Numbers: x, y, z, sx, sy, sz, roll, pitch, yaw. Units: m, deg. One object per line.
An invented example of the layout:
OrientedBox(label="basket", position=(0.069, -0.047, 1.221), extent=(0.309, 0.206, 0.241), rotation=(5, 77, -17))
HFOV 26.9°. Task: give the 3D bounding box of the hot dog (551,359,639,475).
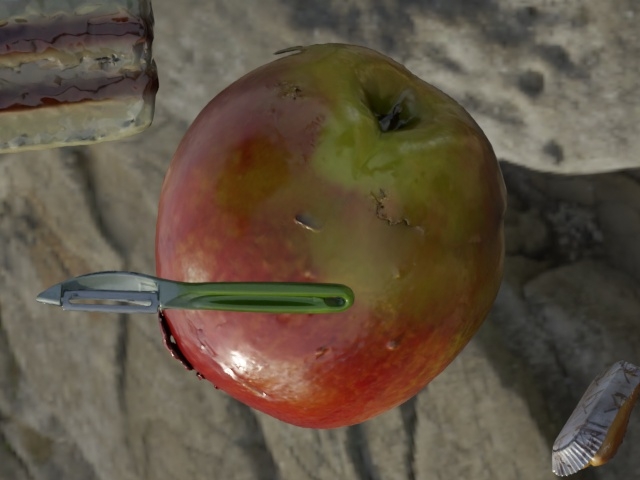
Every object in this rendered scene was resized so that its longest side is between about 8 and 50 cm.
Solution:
OrientedBox(label="hot dog", position=(0.347, 0.219, 1.660), extent=(0.059, 0.191, 0.108), rotation=(46, 137, -4))

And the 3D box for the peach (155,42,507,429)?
OrientedBox(label="peach", position=(0.000, 0.000, 1.320), extent=(0.370, 0.370, 0.370), rotation=(11, 104, 52))

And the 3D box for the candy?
OrientedBox(label="candy", position=(-0.286, -0.152, 1.040), extent=(0.179, 0.320, 0.135), rotation=(-116, 23, -56))

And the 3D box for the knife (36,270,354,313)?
OrientedBox(label="knife", position=(-0.071, 0.031, 0.778), extent=(0.022, 0.184, 0.026), rotation=(100, 168, -47))
